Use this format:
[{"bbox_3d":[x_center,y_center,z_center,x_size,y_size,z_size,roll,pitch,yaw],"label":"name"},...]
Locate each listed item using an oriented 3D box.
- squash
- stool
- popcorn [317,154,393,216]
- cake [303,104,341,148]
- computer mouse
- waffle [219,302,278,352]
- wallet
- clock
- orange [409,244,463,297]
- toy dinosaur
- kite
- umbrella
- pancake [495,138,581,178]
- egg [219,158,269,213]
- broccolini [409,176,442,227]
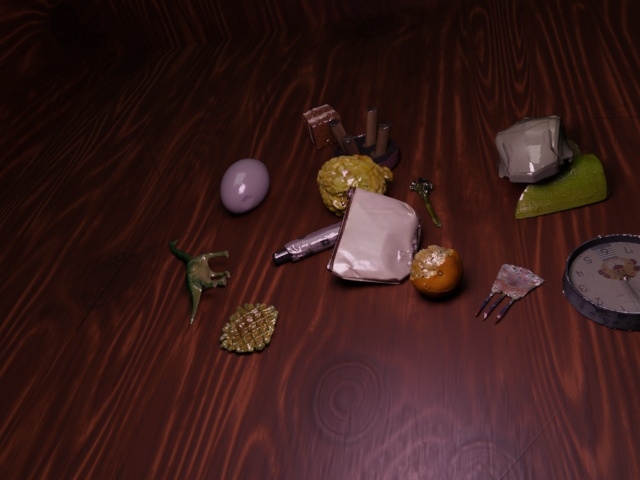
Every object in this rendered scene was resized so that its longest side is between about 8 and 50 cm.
[{"bbox_3d":[0.744,-0.192,1.881,0.289,0.111,0.203,-11,39,10],"label":"squash"},{"bbox_3d":[0.161,-0.369,2.238,0.272,0.178,0.272,-9,39,8],"label":"stool"},{"bbox_3d":[0.124,-0.199,2.050,0.251,0.206,0.237,-20,24,-21],"label":"popcorn"},{"bbox_3d":[0.010,-0.481,2.459,0.135,0.134,0.147,-21,46,-8],"label":"cake"},{"bbox_3d":[0.680,-0.326,1.908,0.228,0.145,0.429,-14,23,25],"label":"computer mouse"},{"bbox_3d":[-0.213,0.259,1.763,0.169,0.036,0.183,-2,42,20],"label":"waffle"},{"bbox_3d":[0.170,-0.012,1.831,0.275,0.068,0.335,13,63,7],"label":"wallet"},{"bbox_3d":[0.804,0.101,1.557,0.312,0.061,0.312,-10,40,8],"label":"clock"},{"bbox_3d":[0.329,0.088,1.684,0.156,0.156,0.134,-21,-2,-4],"label":"orange"},{"bbox_3d":[-0.458,0.114,1.981,0.301,0.087,0.447,-3,35,16],"label":"toy dinosaur"},{"bbox_3d":[0.520,0.148,1.642,0.127,0.016,0.229,19,51,40],"label":"kite"},{"bbox_3d":[0.000,0.000,1.961,0.337,0.067,0.073,-22,28,-3],"label":"umbrella"},{"bbox_3d":[0.745,-0.284,2.031,0.294,0.049,0.294,-10,37,8],"label":"pancake"},{"bbox_3d":[-0.287,-0.201,2.209,0.176,0.176,0.232,5,47,24],"label":"egg"},{"bbox_3d":[0.370,-0.127,2.009,0.057,0.071,0.254,16,39,-26],"label":"broccolini"}]
